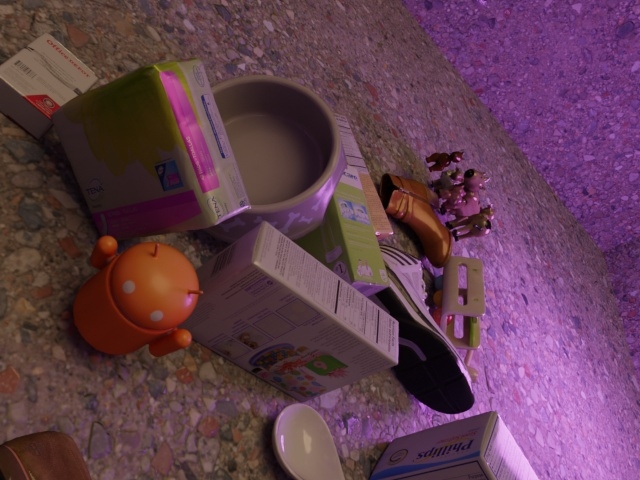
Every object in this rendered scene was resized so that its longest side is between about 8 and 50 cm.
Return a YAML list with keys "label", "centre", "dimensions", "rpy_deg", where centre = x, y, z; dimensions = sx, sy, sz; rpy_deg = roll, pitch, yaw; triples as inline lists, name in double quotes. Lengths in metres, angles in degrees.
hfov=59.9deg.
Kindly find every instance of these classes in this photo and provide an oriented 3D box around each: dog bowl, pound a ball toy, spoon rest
- label: "dog bowl"
  centre: [-0.116, -0.166, 1.055]
  dimensions: [0.348, 0.102, 0.349]
  rpy_deg: [2, 65, -3]
- label: "pound a ball toy"
  centre: [0.382, 0.215, 1.563]
  dimensions: [0.319, 0.135, 0.208]
  rpy_deg: [-67, 158, -56]
- label: "spoon rest"
  centre: [-0.002, 0.417, 0.959]
  dimensions: [0.137, 0.084, 0.277]
  rpy_deg: [-5, 70, -53]

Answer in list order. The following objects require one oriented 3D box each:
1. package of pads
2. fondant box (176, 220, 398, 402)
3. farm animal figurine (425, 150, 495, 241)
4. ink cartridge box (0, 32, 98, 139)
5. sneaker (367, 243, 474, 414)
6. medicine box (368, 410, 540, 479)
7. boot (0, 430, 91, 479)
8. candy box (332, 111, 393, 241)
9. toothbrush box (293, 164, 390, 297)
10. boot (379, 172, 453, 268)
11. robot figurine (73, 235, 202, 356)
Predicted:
- label: "package of pads"
  centre: [-0.260, -0.125, 0.818]
  dimensions: [0.101, 0.296, 0.229]
  rpy_deg: [-33, 109, -47]
- label: "fondant box"
  centre: [-0.059, 0.141, 0.958]
  dimensions: [0.330, 0.238, 0.096]
  rpy_deg: [39, 38, -26]
- label: "farm animal figurine"
  centre: [0.472, -0.135, 1.789]
  dimensions: [0.327, 0.172, 0.331]
  rpy_deg: [51, 23, -67]
- label: "ink cartridge box"
  centre: [-0.458, -0.256, 0.913]
  dimensions: [0.109, 0.063, 0.151]
  rpy_deg: [42, 38, -23]
- label: "sneaker"
  centre: [0.253, 0.188, 1.369]
  dimensions: [0.448, 0.169, 0.257]
  rpy_deg: [54, 37, -3]
- label: "medicine box"
  centre: [0.289, 0.520, 1.083]
  dimensions: [0.289, 0.263, 0.149]
  rpy_deg: [59, 34, -1]
- label: "boot"
  centre: [-0.287, 0.365, 0.636]
  dimensions: [0.115, 0.112, 0.306]
  rpy_deg: [-4, 66, -64]
- label: "candy box"
  centre: [0.025, -0.119, 1.304]
  dimensions: [0.087, 0.182, 0.317]
  rpy_deg: [-2, 67, -53]
- label: "toothbrush box"
  centre: [0.000, 0.000, 1.164]
  dimensions: [0.122, 0.206, 0.284]
  rpy_deg: [11, 56, -47]
- label: "boot"
  centre: [0.281, -0.065, 1.653]
  dimensions: [0.220, 0.109, 0.284]
  rpy_deg: [18, 59, -37]
- label: "robot figurine"
  centre: [-0.258, 0.080, 0.774]
  dimensions: [0.128, 0.219, 0.158]
  rpy_deg: [13, 56, -46]
